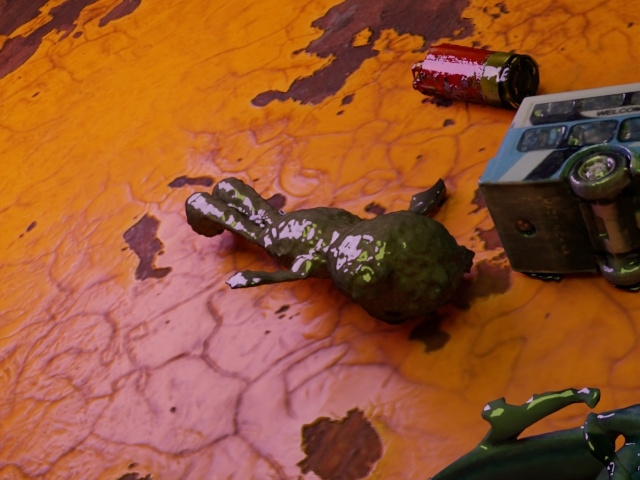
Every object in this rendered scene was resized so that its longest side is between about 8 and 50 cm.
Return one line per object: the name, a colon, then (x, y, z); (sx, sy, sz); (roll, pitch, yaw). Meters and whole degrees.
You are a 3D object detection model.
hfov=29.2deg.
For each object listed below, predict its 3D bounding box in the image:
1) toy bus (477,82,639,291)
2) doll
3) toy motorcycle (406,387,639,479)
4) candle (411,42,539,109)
toy bus: (0.270, -0.048, 0.855); (0.297, 0.106, 0.131); (-5, 39, 30)
doll: (-0.011, 0.003, 0.988); (0.285, 0.091, 0.202); (7, 15, 24)
toy motorcycle: (0.120, 0.188, 0.618); (0.206, 0.154, 0.260); (28, 47, 32)
candle: (0.132, -0.149, 1.104); (0.130, 0.052, 0.052); (16, 55, 44)
